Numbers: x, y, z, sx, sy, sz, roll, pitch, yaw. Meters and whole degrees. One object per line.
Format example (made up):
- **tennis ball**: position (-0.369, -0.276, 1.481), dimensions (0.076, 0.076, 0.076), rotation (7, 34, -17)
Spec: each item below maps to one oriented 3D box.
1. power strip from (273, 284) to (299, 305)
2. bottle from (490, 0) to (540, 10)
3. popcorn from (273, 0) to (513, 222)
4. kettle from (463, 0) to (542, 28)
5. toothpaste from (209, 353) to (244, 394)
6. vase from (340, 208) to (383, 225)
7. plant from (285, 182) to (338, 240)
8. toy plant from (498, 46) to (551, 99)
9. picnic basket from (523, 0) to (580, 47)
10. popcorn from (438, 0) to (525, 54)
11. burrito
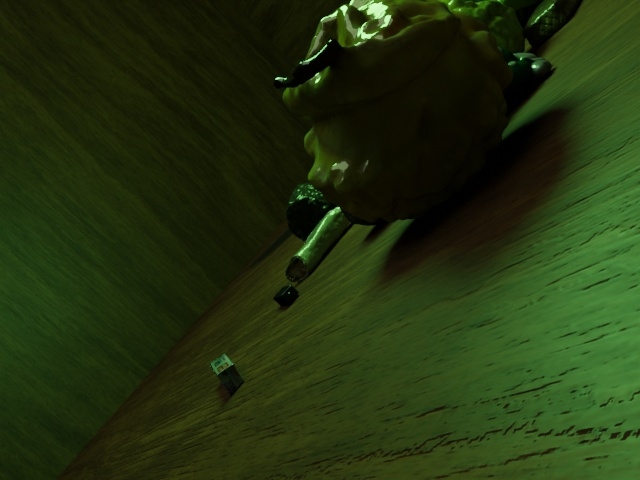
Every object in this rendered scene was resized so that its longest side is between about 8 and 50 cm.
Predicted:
- **power strip**: position (-0.076, 0.121, 1.445), dimensions (0.038, 0.029, 0.111), rotation (-49, 5, -14)
- **bottle**: position (0.516, -0.610, 1.496), dimensions (0.260, 0.112, 0.112), rotation (-20, 8, 2)
- **popcorn**: position (0.089, -0.201, 0.956), dimensions (0.349, 0.349, 0.382), rotation (-44, -30, 22)
- **kettle**: position (0.469, -0.676, 1.690), dimensions (0.324, 0.321, 0.228), rotation (-57, -23, -29)
- **toothpaste**: position (-0.180, 0.254, 1.261), dimensions (0.040, 0.047, 0.196), rotation (-33, 3, -14)
- **vase**: position (0.122, -0.108, 1.278), dimensions (0.183, 0.120, 0.120), rotation (-32, 4, -12)
- **plant**: position (0.010, -0.109, 1.766), dimensions (0.274, 0.149, 0.146), rotation (-49, -31, -60)
- **toy plant**: position (0.285, -0.292, 1.191), dimensions (0.233, 0.112, 0.243), rotation (-12, 18, 11)
- **picnic basket**: position (0.499, -0.493, 1.414), dimensions (0.110, 0.055, 0.193), rotation (-40, 8, 46)
- **popcorn**: position (0.315, -0.408, 1.396), dimensions (0.259, 0.259, 0.212), rotation (-71, -9, -74)
- **burrito**: position (0.000, 0.000, 1.551), dimensions (0.226, 0.060, 0.087), rotation (-50, 2, -19)
